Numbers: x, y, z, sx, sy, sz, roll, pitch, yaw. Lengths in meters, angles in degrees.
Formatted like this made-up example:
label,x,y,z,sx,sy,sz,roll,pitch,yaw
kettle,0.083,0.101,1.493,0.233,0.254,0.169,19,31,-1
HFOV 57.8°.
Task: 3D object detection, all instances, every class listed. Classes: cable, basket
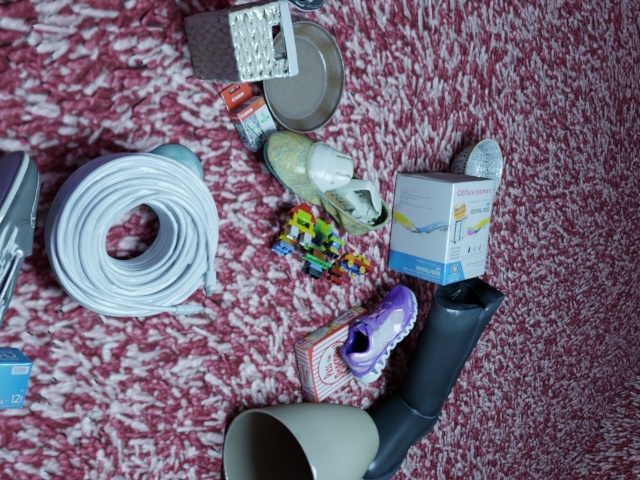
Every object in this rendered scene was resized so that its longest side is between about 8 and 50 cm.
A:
label,x,y,z,sx,sy,sz,roll,pitch,yaw
cable,-0.277,-0.009,0.877,0.257,0.089,0.257,1,107,-38
basket,-0.127,-0.304,0.898,0.103,0.167,0.113,-24,118,-30

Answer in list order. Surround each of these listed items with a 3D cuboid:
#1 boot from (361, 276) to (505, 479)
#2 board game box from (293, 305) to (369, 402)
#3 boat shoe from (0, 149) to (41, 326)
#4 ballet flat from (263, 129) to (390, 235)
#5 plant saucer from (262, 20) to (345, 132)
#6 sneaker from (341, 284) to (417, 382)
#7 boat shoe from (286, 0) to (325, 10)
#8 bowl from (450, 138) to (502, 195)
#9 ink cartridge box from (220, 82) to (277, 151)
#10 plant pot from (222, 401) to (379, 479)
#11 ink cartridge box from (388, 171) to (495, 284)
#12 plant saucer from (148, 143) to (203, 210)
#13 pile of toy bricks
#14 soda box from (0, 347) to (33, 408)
label,x,y,z,sx,sy,sz,roll,pitch,yaw
boot,0.229,0.317,1.334,0.367,0.146,0.445,-25,143,-50
board game box,0.035,0.254,1.300,0.193,0.045,0.147,-27,119,-36
boat shoe,-0.428,0.048,0.727,0.095,0.112,0.335,46,53,-51
ballet flat,0.033,-0.110,1.116,0.348,0.123,0.123,38,75,-49
plant saucer,-0.036,-0.300,1.073,0.198,0.036,0.199,-15,113,-41
sneaker,0.124,0.192,1.275,0.104,0.095,0.236,44,71,-34
boat shoe,-0.034,-0.440,1.031,0.125,0.038,0.046,4,100,-44
bowl,0.386,-0.177,1.482,0.170,0.080,0.170,-15,113,-41
ink cartridge box,-0.123,-0.221,1.017,0.063,0.029,0.115,-43,129,-27
plant pot,-0.010,0.435,1.176,0.274,0.256,0.256,-4,105,-48
ink cartridge box,0.283,-0.038,1.363,0.171,0.168,0.233,-9,107,-41
plant saucer,-0.238,-0.098,0.950,0.119,0.021,0.119,-14,111,-40
pile of toy bricks,0.000,0.000,1.168,0.212,0.118,0.105,29,53,-29
soda box,-0.497,0.178,0.748,0.210,0.071,0.067,13,92,-45
